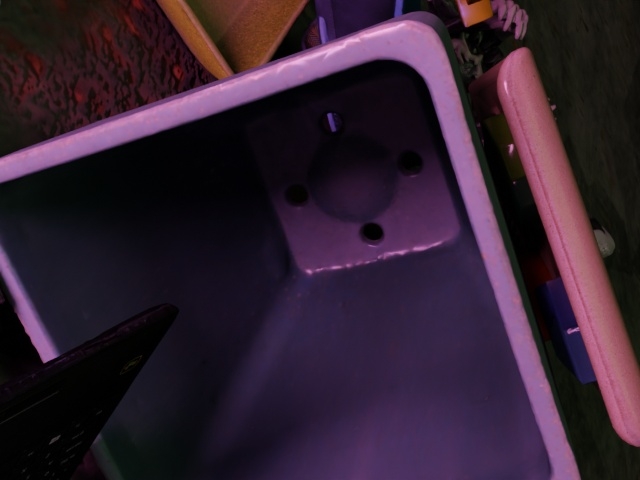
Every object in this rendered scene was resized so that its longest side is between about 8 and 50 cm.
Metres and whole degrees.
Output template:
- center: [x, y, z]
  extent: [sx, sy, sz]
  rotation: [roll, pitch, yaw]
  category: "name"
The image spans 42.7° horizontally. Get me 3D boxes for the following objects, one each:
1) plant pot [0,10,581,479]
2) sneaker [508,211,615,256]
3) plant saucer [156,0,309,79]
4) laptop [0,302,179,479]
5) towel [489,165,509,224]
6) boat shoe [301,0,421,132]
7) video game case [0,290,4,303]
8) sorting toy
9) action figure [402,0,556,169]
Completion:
- center: [0.000, 0.000, 0.500]
  extent: [0.252, 0.247, 0.247]
  rotation: [-62, 134, -62]
  category: "plant pot"
- center: [0.245, -0.046, 0.926]
  extent: [0.268, 0.101, 0.153]
  rotation: [-36, 106, -82]
  category: "sneaker"
- center: [-0.082, -0.227, 0.587]
  extent: [0.188, 0.045, 0.188]
  rotation: [55, 43, -32]
  category: "plant saucer"
- center: [-0.148, 0.188, 0.332]
  extent: [0.136, 0.264, 0.234]
  rotation: [45, 35, 11]
  category: "laptop"
- center: [0.164, 0.095, 0.766]
  extent: [0.370, 0.040, 0.271]
  rotation: [44, 47, -70]
  category: "towel"
- center: [0.029, -0.161, 0.651]
  extent: [0.258, 0.089, 0.109]
  rotation: [93, 16, -51]
  category: "boat shoe"
- center: [-0.257, -0.030, 0.306]
  extent: [0.210, 0.042, 0.232]
  rotation: [-38, 114, -50]
  category: "video game case"
- center: [0.118, -0.048, 0.505]
  extent: [0.229, 0.041, 0.307]
  rotation: [-44, 114, -80]
  category: "sorting toy"
- center: [0.165, -0.161, 0.844]
  extent: [0.164, 0.141, 0.275]
  rotation: [49, 50, -35]
  category: "action figure"
